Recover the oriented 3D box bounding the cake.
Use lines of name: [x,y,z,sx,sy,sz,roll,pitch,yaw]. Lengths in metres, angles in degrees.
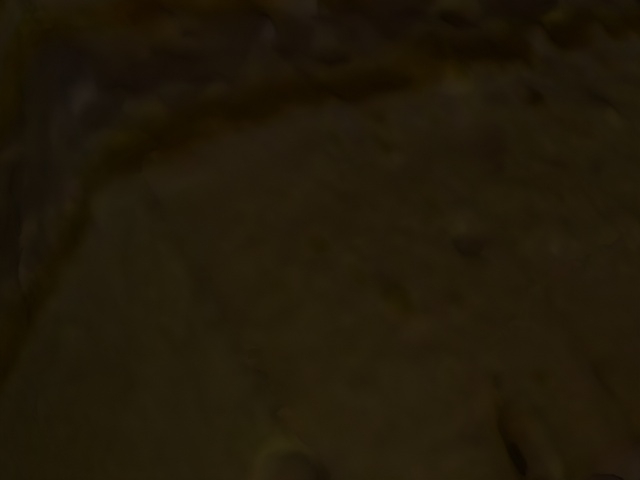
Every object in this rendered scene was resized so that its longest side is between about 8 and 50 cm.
cake: [0.009,0.043,0.445,0.222,0.286,0.227,-20,158,-39]
